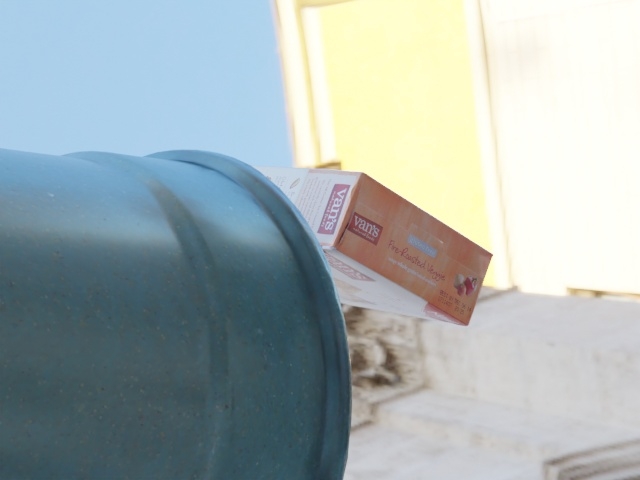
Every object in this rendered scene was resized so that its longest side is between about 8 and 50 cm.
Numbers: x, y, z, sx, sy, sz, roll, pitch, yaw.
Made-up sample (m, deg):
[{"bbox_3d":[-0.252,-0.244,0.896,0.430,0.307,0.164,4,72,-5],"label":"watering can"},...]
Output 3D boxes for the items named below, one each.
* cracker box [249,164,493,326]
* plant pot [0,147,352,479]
[{"bbox_3d":[0.000,0.000,1.063,0.155,0.232,0.067,30,-105,-37],"label":"cracker box"},{"bbox_3d":[-0.216,0.082,0.728,0.334,0.341,0.341,14,-96,-48],"label":"plant pot"}]
